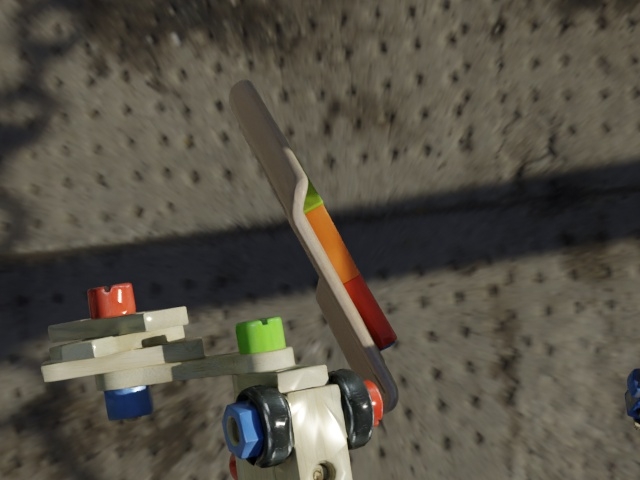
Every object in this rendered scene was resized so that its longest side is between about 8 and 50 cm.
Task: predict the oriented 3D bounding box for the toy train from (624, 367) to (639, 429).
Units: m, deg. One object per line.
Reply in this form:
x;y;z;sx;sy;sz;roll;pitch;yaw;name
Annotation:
0.212;0.055;1.038;0.036;0.027;0.158;15;131;-14;toy train

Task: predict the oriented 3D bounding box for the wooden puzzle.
0.000;0.000;1.548;0.044;0.221;0.239;-25;122;-3;wooden puzzle

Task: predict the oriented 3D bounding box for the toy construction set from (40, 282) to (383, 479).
-0.048;0.170;1.146;0.151;0.215;0.328;-25;97;-26;toy construction set
